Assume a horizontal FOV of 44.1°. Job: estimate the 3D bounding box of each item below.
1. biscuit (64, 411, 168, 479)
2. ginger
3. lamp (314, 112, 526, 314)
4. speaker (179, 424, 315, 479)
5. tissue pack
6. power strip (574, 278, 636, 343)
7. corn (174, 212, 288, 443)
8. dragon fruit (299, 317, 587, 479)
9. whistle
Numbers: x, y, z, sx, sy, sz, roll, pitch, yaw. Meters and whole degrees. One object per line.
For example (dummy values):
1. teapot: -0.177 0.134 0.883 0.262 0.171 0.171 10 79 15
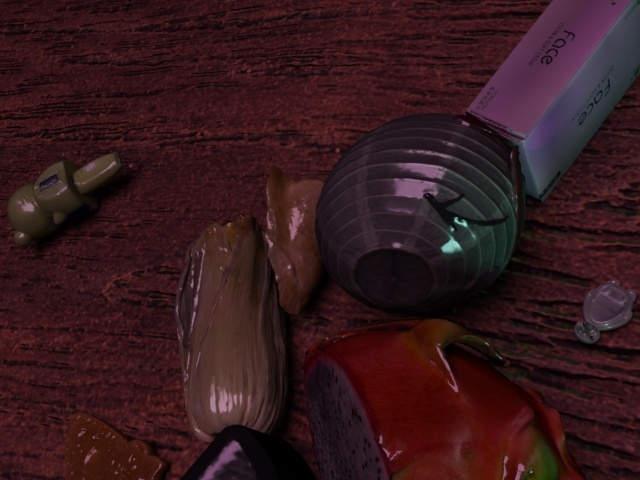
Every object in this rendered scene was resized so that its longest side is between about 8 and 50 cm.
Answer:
1. biscuit: -0.272 0.322 1.027 0.162 0.035 0.250 -36 56 -3
2. ginger: -0.002 0.004 1.034 0.123 0.115 0.193 -3 73 7
3. lamp: 0.116 -0.035 0.914 0.233 0.265 0.233 8 53 -11
4. speaker: -0.131 0.406 0.845 0.184 0.180 0.388 38 85 27
5. tissue pack: 0.294 -0.190 0.969 0.092 0.148 0.246 34 81 35
6. power strip: 0.318 0.079 0.889 0.083 0.035 0.055 -48 56 -7
7. corn: -0.109 0.110 1.010 0.123 0.122 0.305 -16 57 15
8. dragon fruit: 0.127 0.216 0.780 0.226 0.305 0.305 -11 56 -14
9. whistle: -0.412 -0.074 1.263 0.227 0.085 0.105 -29 57 10
